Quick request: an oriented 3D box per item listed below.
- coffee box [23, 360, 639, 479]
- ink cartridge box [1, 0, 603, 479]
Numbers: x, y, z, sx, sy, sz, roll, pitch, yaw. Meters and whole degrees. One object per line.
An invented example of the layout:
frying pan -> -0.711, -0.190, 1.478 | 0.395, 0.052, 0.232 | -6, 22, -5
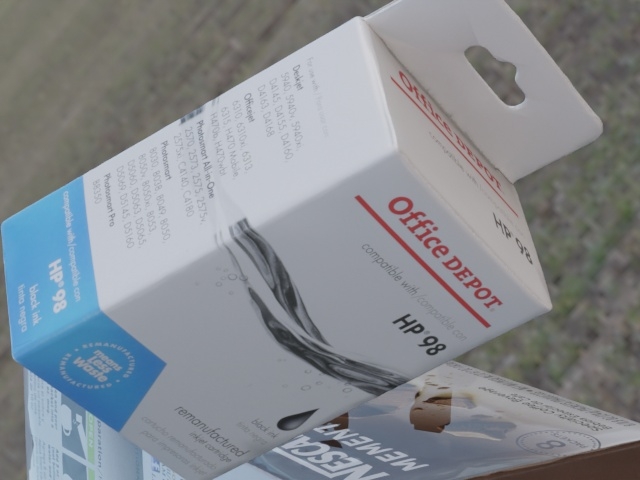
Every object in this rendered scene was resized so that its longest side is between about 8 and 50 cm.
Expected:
coffee box -> 0.001, 0.122, 0.873 | 0.168, 0.118, 0.297 | -7, 12, -30
ink cartridge box -> 0.000, 0.000, 0.624 | 0.180, 0.104, 0.060 | -28, 47, 19
